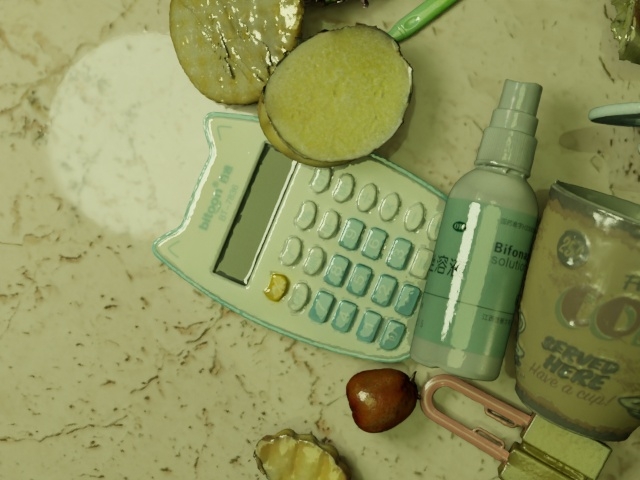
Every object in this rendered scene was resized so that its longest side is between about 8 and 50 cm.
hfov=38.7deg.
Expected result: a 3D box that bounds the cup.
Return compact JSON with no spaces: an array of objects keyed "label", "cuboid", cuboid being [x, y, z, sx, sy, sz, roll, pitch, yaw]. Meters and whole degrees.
[{"label":"cup","cuboid":[0.365,0.093,1.059,0.301,0.227,0.257,12,106,-21]}]

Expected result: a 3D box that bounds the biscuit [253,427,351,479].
[{"label":"biscuit","cuboid":[-0.010,0.324,1.156,0.118,0.061,0.183,-11,91,5]}]

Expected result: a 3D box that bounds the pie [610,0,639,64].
[{"label":"pie","cuboid":[0.439,-0.367,1.092,0.337,0.075,0.337,0,87,3]}]

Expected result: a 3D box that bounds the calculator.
[{"label":"calculator","cuboid":[0.000,0.000,1.157,0.386,0.054,0.256,23,93,5]}]

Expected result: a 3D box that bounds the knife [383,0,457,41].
[{"label":"knife","cuboid":[0.113,-0.285,1.161,0.212,0.015,0.054,-35,85,7]}]

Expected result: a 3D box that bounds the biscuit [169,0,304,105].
[{"label":"biscuit","cuboid":[-0.109,-0.277,1.137,0.220,0.033,0.220,8,105,33]}]

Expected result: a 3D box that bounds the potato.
[{"label":"potato","cuboid":[0.013,-0.173,1.111,0.200,0.081,0.164,-35,95,-19]}]

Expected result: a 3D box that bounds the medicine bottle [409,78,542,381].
[{"label":"medicine bottle","cuboid":[0.198,-0.016,1.079,0.110,0.110,0.352,14,90,7]}]

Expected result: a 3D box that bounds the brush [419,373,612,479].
[{"label":"brush","cuboid":[0.230,0.240,1.133,0.233,0.047,0.103,29,94,8]}]

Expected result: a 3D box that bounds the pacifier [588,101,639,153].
[{"label":"pacifier","cuboid":[0.453,-0.179,0.992,0.299,0.244,0.233,6,99,29]}]

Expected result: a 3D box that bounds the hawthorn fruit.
[{"label":"hawthorn fruit","cuboid":[0.081,0.195,1.134,0.093,0.081,0.081,-16,88,0]}]

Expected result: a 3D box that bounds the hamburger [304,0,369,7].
[{"label":"hamburger","cuboid":[0.009,-0.381,1.134,0.164,0.093,0.189,-2,92,7]}]
